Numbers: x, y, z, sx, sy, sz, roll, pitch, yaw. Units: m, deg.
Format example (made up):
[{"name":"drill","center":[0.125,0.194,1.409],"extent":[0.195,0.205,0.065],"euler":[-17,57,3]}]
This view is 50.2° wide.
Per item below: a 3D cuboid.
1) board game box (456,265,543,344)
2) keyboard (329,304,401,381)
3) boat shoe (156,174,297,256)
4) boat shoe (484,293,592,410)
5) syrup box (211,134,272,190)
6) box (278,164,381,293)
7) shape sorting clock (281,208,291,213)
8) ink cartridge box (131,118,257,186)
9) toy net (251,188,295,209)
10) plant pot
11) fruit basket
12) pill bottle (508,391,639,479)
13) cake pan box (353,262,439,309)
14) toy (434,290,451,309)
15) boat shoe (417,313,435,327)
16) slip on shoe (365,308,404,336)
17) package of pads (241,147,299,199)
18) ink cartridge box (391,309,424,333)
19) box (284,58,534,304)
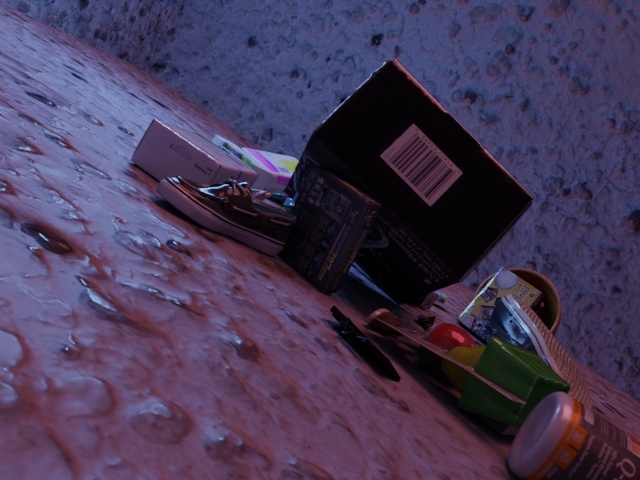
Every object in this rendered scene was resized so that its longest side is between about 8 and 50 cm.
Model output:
[{"name":"board game box","center":[0.595,0.225,2.271],"extent":[0.165,0.243,0.042],"euler":[39,-7,35]},{"name":"keyboard","center":[0.067,0.189,1.259],"extent":[0.192,0.038,0.100],"euler":[40,-13,47]},{"name":"boat shoe","center":[-0.193,-0.078,1.470],"extent":[0.335,0.119,0.121],"euler":[26,11,-42]},{"name":"boat shoe","center":[0.625,0.352,1.999],"extent":[0.186,0.156,0.500],"euler":[34,18,-28]},{"name":"syrup box","center":[-0.274,-0.246,2.238],"extent":[0.237,0.093,0.096],"euler":[39,10,35]},{"name":"box","center":[0.010,-0.025,1.538],"extent":[0.183,0.233,0.059],"euler":[38,22,33]},{"name":"shape sorting clock","center":[-0.043,-0.031,2.049],"extent":[0.206,0.040,0.206],"euler":[32,8,-5]},{"name":"ink cartridge box","center":[-0.298,-0.178,1.663],"extent":[0.201,0.117,0.278],"euler":[34,8,9]},{"name":"toy net","center":[-0.138,-0.121,2.035],"extent":[0.232,0.045,0.122],"euler":[7,1,-30]},{"name":"plant pot","center":[0.684,0.266,2.359],"extent":[0.291,0.291,0.203],"euler":[38,-6,34]},{"name":"fruit basket","center":[0.308,0.266,1.408],"extent":[0.353,0.165,0.327],"euler":[19,-3,40]},{"name":"pill bottle","center":[0.462,0.386,1.108],"extent":[0.278,0.162,0.162],"euler":[34,8,7]},{"name":"cake pan box","center":[0.217,0.108,2.139],"extent":[0.245,0.070,0.267],"euler":[20,15,-48]},{"name":"toy","center":[0.353,0.162,2.380],"extent":[0.237,0.056,0.137],"euler":[27,9,-35]},{"name":"boat shoe","center":[0.290,0.220,1.860],"extent":[0.046,0.038,0.125],"euler":[-8,-8,13]},{"name":"slip on shoe","center":[0.146,0.185,1.496],"extent":[0.041,0.051,0.135],"euler":[52,11,32]},{"name":"package of pads","center":[-0.150,-0.238,2.460],"extent":[0.229,0.101,0.296],"euler":[8,21,-29]},{"name":"ink cartridge box","center":[0.209,0.206,1.661],"extent":[0.083,0.028,0.048],"euler":[32,8,-4]},{"name":"box","center":[0.196,-0.119,1.763],"extent":[0.480,0.297,0.472],"euler":[45,-15,1]}]
